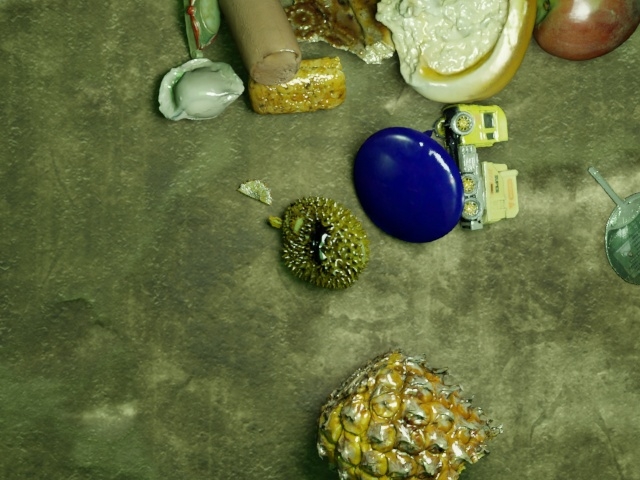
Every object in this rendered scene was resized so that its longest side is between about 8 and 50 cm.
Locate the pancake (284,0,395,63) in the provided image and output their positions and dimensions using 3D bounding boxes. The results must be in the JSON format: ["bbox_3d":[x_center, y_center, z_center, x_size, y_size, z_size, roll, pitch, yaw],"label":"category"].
[{"bbox_3d":[0.015,-0.472,1.836,0.244,0.057,0.266,-19,71,-1],"label":"pancake"}]

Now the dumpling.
[{"bbox_3d":[-0.255,-0.323,1.830,0.187,0.108,0.127,-15,67,8],"label":"dumpling"}]

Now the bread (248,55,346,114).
[{"bbox_3d":[-0.050,-0.329,1.841,0.210,0.083,0.114,-9,137,-6],"label":"bread"}]

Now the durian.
[{"bbox_3d":[0.000,0.000,1.845,0.237,0.138,0.194,20,90,-6],"label":"durian"}]

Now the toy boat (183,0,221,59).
[{"bbox_3d":[-0.257,-0.482,1.836,0.089,0.071,0.185,-9,94,-48],"label":"toy boat"}]

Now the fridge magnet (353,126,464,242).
[{"bbox_3d":[0.188,-0.118,1.827,0.112,0.265,0.266,-36,97,-43],"label":"fridge magnet"}]

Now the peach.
[{"bbox_3d":[0.569,-0.513,1.845,0.252,0.252,0.253,0,92,-6],"label":"peach"}]

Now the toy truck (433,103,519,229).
[{"bbox_3d":[0.350,-0.164,1.884,0.157,0.124,0.272,-7,94,-12],"label":"toy truck"}]

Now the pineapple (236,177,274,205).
[{"bbox_3d":[-0.137,-0.111,1.886,0.083,0.019,0.045,27,92,-3],"label":"pineapple"}]

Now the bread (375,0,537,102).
[{"bbox_3d":[0.277,-0.495,1.807,0.328,0.245,0.424,-9,91,5],"label":"bread"}]

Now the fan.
[{"bbox_3d":[0.751,-0.051,1.986,0.223,0.012,0.295,-14,94,-6],"label":"fan"}]

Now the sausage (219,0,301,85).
[{"bbox_3d":[-0.121,-0.427,1.768,0.123,0.123,0.253,-18,56,-5],"label":"sausage"}]

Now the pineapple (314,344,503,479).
[{"bbox_3d":[0.169,0.391,1.784,0.352,0.352,0.300,-39,88,-4],"label":"pineapple"}]
